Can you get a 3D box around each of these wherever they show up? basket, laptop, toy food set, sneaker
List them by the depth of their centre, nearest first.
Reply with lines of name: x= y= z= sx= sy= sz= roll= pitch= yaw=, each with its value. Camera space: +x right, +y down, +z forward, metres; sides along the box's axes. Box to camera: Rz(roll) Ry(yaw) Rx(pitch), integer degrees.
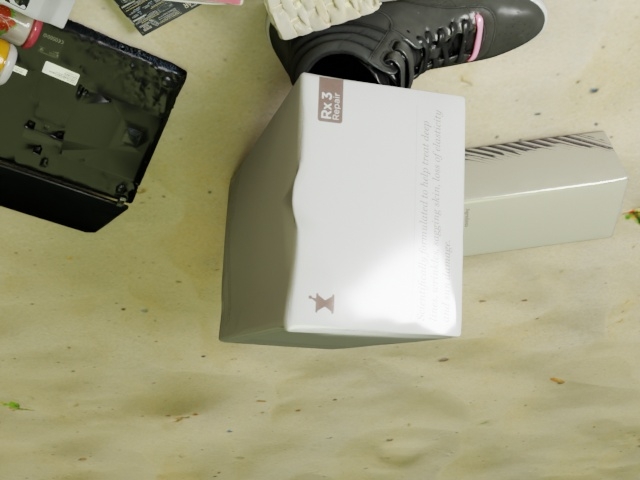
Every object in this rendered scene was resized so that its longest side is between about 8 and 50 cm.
toy food set: x=-0.226 y=-0.239 z=0.700 sx=0.104 sy=0.111 sz=0.232 roll=21 pitch=104 yaw=-35
basket: x=-0.019 y=-0.278 z=0.701 sx=0.113 sy=0.103 sz=0.167 roll=-16 pitch=136 yaw=8
sneaker: x=0.097 y=-0.184 z=0.790 sx=0.295 sy=0.147 sz=0.105 roll=-4 pitch=136 yaw=-5
laptop: x=-0.317 y=-0.130 z=0.891 sx=0.234 sy=0.136 sz=0.264 roll=19 pitch=106 yaw=-27

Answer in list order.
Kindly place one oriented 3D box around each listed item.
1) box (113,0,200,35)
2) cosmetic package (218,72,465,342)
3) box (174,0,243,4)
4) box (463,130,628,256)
box: x=-0.161 y=-0.248 z=0.777 sx=0.083 sy=0.018 sz=0.067 roll=-23 pitch=136 yaw=17
cosmetic package: x=0.000 y=0.000 z=0.807 sx=0.156 sy=0.217 sz=0.385 roll=6 pitch=172 yaw=-16
box: x=-0.119 y=-0.301 z=0.559 sx=0.126 sy=0.148 sz=0.232 roll=-2 pitch=116 yaw=-25
box: x=0.229 y=-0.053 z=0.991 sx=0.275 sy=0.094 sz=0.113 roll=-7 pitch=138 yaw=-1
